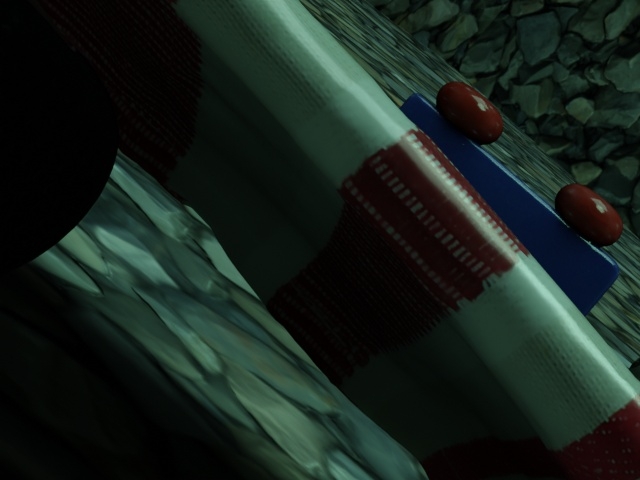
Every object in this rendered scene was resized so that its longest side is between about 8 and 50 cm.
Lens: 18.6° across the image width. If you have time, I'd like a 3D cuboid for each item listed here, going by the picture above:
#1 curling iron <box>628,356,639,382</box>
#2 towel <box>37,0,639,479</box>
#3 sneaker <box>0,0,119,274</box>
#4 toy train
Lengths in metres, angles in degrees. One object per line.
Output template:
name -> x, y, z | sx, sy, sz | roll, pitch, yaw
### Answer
curling iron -> 0.217, 0.159, 0.818 | 0.274, 0.035, 0.068 | 57, 8, 1
towel -> 0.000, 0.000, 0.496 | 0.329, 0.037, 0.237 | 49, -8, 3
sneaker -> -0.168, -0.087, 0.466 | 0.270, 0.090, 0.145 | 26, 20, -49
toy train -> 0.052, -0.040, 1.125 | 0.248, 0.105, 0.143 | 40, -1, 0
